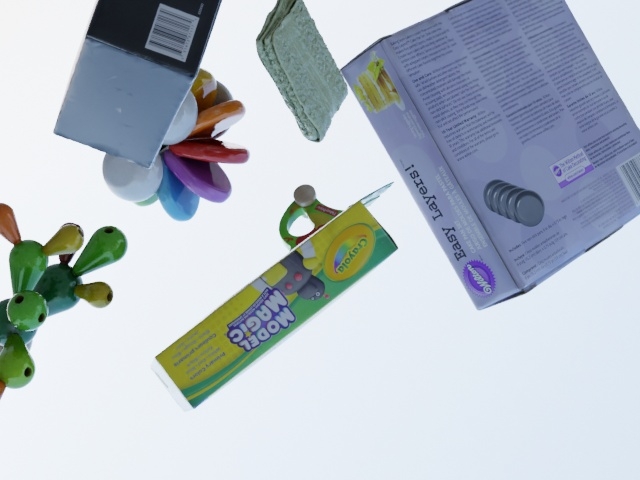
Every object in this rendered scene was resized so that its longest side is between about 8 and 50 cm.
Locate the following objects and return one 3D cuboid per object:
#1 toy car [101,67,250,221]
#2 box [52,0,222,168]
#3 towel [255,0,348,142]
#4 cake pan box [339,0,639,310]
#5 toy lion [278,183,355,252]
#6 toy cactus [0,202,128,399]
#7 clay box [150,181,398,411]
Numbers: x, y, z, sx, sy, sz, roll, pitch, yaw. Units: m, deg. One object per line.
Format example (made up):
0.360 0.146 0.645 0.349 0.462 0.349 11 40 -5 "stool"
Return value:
-0.151 -0.101 1.756 0.182 0.136 0.159 -57 166 19 "toy car"
-0.140 -0.224 1.343 0.184 0.103 0.261 124 -17 -62 "box"
-0.021 -0.193 1.687 0.027 0.148 0.110 -11 -146 34 "towel"
0.175 -0.099 1.348 0.267 0.246 0.070 -30 -179 -42 "cake pan box"
0.000 0.000 1.524 0.100 0.034 0.096 22 -117 25 "toy lion"
-0.244 0.062 1.137 0.219 0.112 0.180 -52 -174 -22 "toy cactus"
-0.027 0.044 1.157 0.222 0.053 0.127 -37 179 -11 "clay box"
